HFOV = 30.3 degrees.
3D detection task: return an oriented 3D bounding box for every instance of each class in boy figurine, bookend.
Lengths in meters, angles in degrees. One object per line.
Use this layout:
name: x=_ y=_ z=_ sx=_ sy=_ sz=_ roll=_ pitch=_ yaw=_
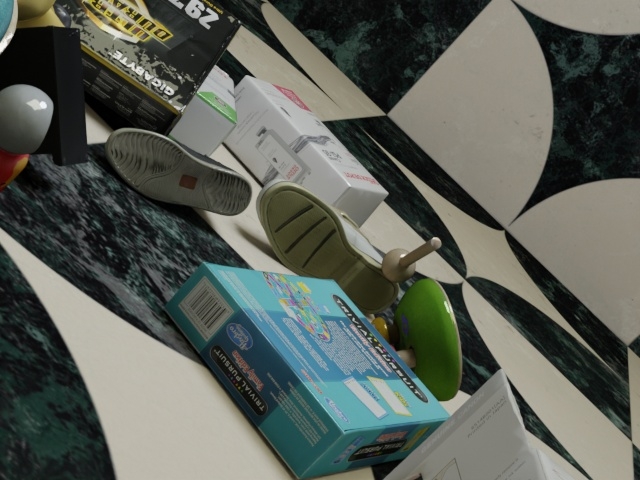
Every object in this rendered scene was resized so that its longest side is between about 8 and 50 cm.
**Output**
boy figurine: x=-0.372 y=-0.301 z=1.453 sx=0.177 sy=0.092 sz=0.285 roll=47 pitch=-8 yaw=-6
bookend: x=-0.355 y=-0.162 z=1.355 sx=0.072 sy=0.156 sz=0.157 roll=-29 pitch=117 yaw=-75

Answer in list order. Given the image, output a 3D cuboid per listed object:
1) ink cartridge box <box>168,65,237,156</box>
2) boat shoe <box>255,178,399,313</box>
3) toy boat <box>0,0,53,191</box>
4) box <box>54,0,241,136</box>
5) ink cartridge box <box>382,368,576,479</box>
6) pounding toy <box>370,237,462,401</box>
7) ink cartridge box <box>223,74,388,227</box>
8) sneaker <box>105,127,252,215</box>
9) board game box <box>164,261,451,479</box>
ink cartridge box: x=-0.223 y=-0.239 z=1.910 sx=0.160 sy=0.092 sz=0.219 roll=37 pitch=16 yaw=-19
boat shoe: x=0.000 y=0.000 z=1.818 sx=0.302 sy=0.113 sz=0.103 roll=46 pitch=9 yaw=-36
toy boat: x=-0.381 y=-0.198 z=1.188 sx=0.267 sy=0.148 sz=0.318 roll=-26 pitch=78 yaw=-48
box: x=-0.300 y=-0.325 z=1.723 sx=0.322 sy=0.079 sz=0.257 roll=35 pitch=42 yaw=-9
ink cartridge box: x=0.074 y=0.266 z=0.875 sx=0.066 sy=0.296 sz=0.261 roll=40 pitch=15 yaw=-13
pounding toy: x=0.120 y=0.126 z=1.732 sx=0.183 sy=0.110 sz=0.237 roll=150 pitch=-70 yaw=-76
ink cartridge box: x=-0.036 y=-0.143 z=2.083 sx=0.283 sy=0.117 sz=0.207 roll=47 pitch=15 yaw=17
sneaker: x=-0.211 y=-0.099 z=1.625 sx=0.222 sy=0.083 sz=0.118 roll=25 pitch=4 yaw=-33
board game box: x=-0.003 y=0.153 z=1.419 sx=0.254 sy=0.079 sz=0.336 roll=49 pitch=16 yaw=22
